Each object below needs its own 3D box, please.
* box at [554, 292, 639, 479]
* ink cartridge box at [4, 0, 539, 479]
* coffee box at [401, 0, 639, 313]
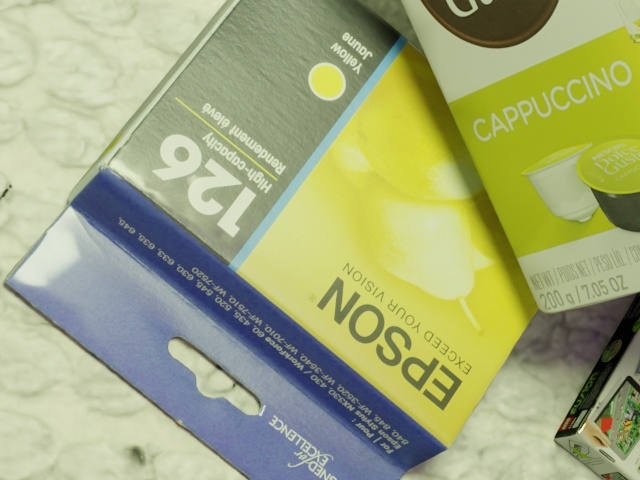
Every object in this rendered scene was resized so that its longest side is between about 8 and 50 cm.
[{"bbox_3d":[0.271,0.097,1.207,0.114,0.036,0.207,40,67,-10],"label":"box"},{"bbox_3d":[0.000,0.000,1.102,0.304,0.072,0.307,40,65,-10],"label":"ink cartridge box"},{"bbox_3d":[0.290,-0.190,1.059,0.338,0.338,0.334,-27,94,-41],"label":"coffee box"}]
